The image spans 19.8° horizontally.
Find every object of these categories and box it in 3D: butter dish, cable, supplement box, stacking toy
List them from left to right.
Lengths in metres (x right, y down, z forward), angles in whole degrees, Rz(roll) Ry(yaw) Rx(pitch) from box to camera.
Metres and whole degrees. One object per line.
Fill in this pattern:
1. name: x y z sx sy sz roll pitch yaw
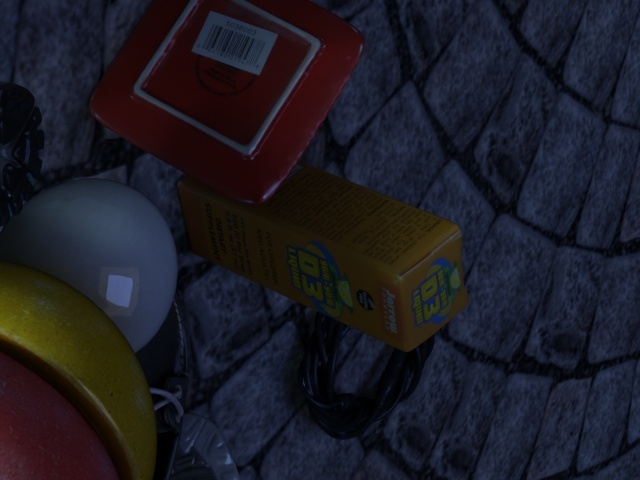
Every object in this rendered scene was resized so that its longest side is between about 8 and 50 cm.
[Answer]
1. stacking toy: -0.198 0.128 1.029 0.480 0.350 0.350 -59 147 -44
2. butter dish: -0.064 -0.108 1.371 0.160 0.160 0.118 -58 166 -12
3. supplement box: 0.000 0.000 1.408 0.080 0.233 0.078 -39 135 -35
4. cable: 0.038 0.110 1.685 0.184 0.047 0.150 -29 134 -45

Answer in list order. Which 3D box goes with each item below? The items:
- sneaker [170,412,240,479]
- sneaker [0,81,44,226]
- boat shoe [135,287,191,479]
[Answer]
1. sneaker: -0.107 0.254 1.545 0.115 0.090 0.232 -109 -164 -83
2. sneaker: -0.283 -0.027 1.003 0.283 0.122 0.110 -20 116 -56
3. boat shoe: -0.152 0.185 1.425 0.112 0.095 0.335 7 102 -53
